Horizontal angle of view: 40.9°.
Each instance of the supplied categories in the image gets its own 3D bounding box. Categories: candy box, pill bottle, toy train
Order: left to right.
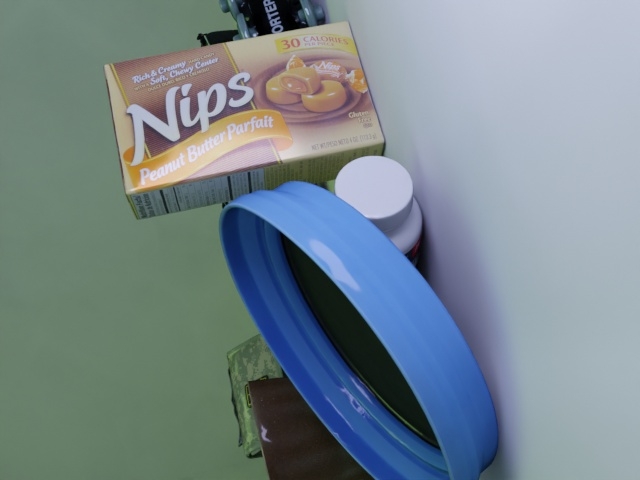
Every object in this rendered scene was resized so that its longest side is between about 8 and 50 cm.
[{"bbox_3d":[-0.096,-0.152,1.076,0.087,0.316,0.183,93,164,-68],"label":"candy box"},{"bbox_3d":[-0.050,-0.285,1.309,0.190,0.142,0.334,64,-174,-57],"label":"toy train"},{"bbox_3d":[0.058,-0.005,0.948,0.180,0.107,0.108,86,169,-57],"label":"pill bottle"}]

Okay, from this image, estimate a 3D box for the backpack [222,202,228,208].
[{"bbox_3d":[-0.185,-0.147,2.496,0.276,0.213,0.264,-127,16,-62],"label":"backpack"}]

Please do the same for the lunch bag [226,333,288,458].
[{"bbox_3d":[-0.050,0.313,1.804,0.169,0.286,0.235,88,169,-62],"label":"lunch bag"}]

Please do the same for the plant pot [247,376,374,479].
[{"bbox_3d":[0.026,0.290,1.292,0.215,0.230,0.216,167,90,-85],"label":"plant pot"}]

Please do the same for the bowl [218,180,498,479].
[{"bbox_3d":[0.034,0.110,0.909,0.391,0.077,0.391,47,159,25],"label":"bowl"}]

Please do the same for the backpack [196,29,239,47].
[{"bbox_3d":[-0.220,-0.424,2.286,0.225,0.190,0.254,-124,29,-81],"label":"backpack"}]

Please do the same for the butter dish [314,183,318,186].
[{"bbox_3d":[-0.043,-0.096,1.736,0.160,0.118,0.160,36,-176,-19],"label":"butter dish"}]
